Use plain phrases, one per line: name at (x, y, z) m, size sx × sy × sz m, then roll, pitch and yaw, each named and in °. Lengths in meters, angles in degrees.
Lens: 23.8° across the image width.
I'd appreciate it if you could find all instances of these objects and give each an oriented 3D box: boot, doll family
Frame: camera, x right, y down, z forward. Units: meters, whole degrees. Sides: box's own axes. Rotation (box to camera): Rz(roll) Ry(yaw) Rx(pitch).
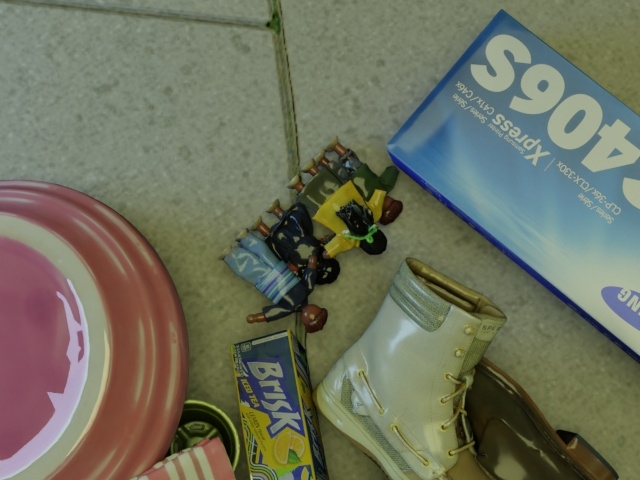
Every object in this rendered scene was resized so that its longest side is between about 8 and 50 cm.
boot at (0.147, 0.176, 1.327) m, size 0.219 × 0.082 × 0.106 m, roll 40°, pitch 81°, yaw 2°
doll family at (0.000, 0.000, 1.356) m, size 0.111 × 0.076 × 0.193 m, roll 44°, pitch 89°, yaw 0°
boot at (0.113, 0.133, 1.272) m, size 0.213 × 0.077 × 0.165 m, roll 39°, pitch 110°, yaw 18°

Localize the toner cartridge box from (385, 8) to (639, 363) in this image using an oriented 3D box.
toner cartridge box at (0.241, -0.031, 1.332) m, size 0.348 × 0.075 × 0.165 m, roll 39°, pitch 90°, yaw 11°

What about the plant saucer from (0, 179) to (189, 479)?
plant saucer at (-0.279, 0.105, 1.290) m, size 0.332 × 0.084 × 0.332 m, roll -3°, pitch 77°, yaw 15°

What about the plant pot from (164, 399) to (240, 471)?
plant pot at (-0.110, 0.182, 1.324) m, size 0.083 × 0.079 × 0.083 m, roll 0°, pitch 82°, yaw 0°

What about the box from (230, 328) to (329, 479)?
box at (-0.033, 0.166, 1.307) m, size 0.059 × 0.054 × 0.169 m, roll -16°, pitch 60°, yaw 9°

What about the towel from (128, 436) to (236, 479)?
towel at (-0.136, 0.266, 1.233) m, size 0.197 × 0.029 × 0.144 m, roll -28°, pitch 99°, yaw -26°
